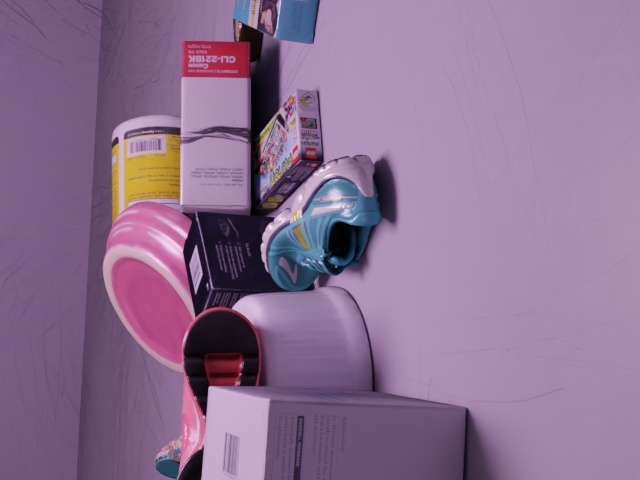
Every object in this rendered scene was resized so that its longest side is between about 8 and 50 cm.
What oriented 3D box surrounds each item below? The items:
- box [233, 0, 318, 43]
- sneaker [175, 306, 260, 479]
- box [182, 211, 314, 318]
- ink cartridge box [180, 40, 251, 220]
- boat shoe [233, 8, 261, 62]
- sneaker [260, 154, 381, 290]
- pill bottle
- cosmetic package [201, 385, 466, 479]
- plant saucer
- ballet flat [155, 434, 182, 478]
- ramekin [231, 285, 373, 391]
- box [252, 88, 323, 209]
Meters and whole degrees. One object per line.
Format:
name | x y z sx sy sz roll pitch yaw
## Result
box | -0.071 -0.375 1.722 0.244 0.060 0.100 -138 54 -64
sneaker | -0.117 0.239 1.366 0.136 0.116 0.314 152 121 -85
box | -0.108 0.046 1.624 0.156 0.158 0.093 -107 29 -42
ink cartridge box | -0.171 -0.168 1.818 0.197 0.114 0.273 120 149 -80
boat shoe | -0.125 -0.379 1.867 0.049 0.056 0.152 33 119 60
sneaker | 0.000 0.000 1.443 0.275 0.107 0.110 -56 46 53
pill bottle | -0.299 -0.052 2.089 0.188 0.188 0.334 143 127 -63
cosmetic package | 0.008 0.234 1.211 0.224 0.224 0.138 171 105 -68
plant saucer | -0.248 0.097 1.837 0.332 0.084 0.332 28 137 30
ballet flat | -0.233 0.382 2.009 0.241 0.091 0.077 -35 25 59
ramekin | -0.045 0.198 1.477 0.277 0.135 0.277 -178 90 -69
box | -0.052 -0.134 1.674 0.207 0.036 0.114 139 130 -61
